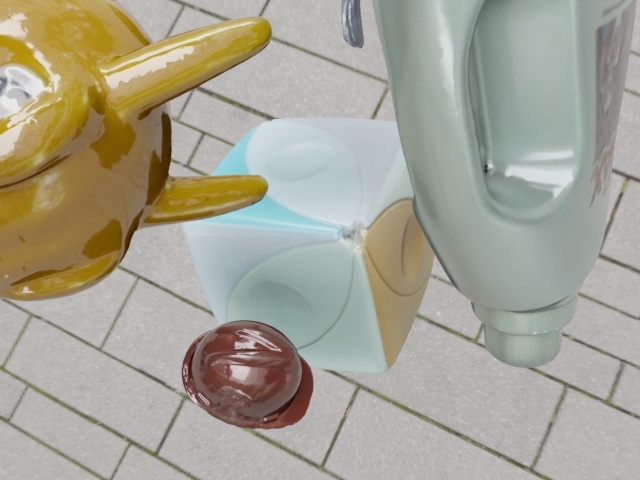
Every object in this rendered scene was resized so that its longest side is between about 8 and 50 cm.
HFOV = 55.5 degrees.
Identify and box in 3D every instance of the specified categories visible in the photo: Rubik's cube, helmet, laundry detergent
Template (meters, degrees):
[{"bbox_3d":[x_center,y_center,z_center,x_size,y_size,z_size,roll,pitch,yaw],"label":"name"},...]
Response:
[{"bbox_3d":[0.000,0.000,1.112,0.352,0.347,0.352,7,43,26],"label":"Rubik's cube"},{"bbox_3d":[-0.049,0.095,0.480,0.111,0.057,0.089,17,45,-12],"label":"helmet"},{"bbox_3d":[0.136,-0.074,0.429,0.125,0.397,0.264,12,34,34],"label":"laundry detergent"}]

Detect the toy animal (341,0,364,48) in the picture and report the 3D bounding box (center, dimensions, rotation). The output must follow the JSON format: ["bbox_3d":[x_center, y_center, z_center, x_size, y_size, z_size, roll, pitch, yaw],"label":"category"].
[{"bbox_3d":[0.043,-0.553,1.104,0.081,0.206,0.366,-4,116,-31],"label":"toy animal"}]

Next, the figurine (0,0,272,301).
[{"bbox_3d":[-0.242,-0.142,0.435,0.387,0.268,0.401,40,90,26],"label":"figurine"}]
